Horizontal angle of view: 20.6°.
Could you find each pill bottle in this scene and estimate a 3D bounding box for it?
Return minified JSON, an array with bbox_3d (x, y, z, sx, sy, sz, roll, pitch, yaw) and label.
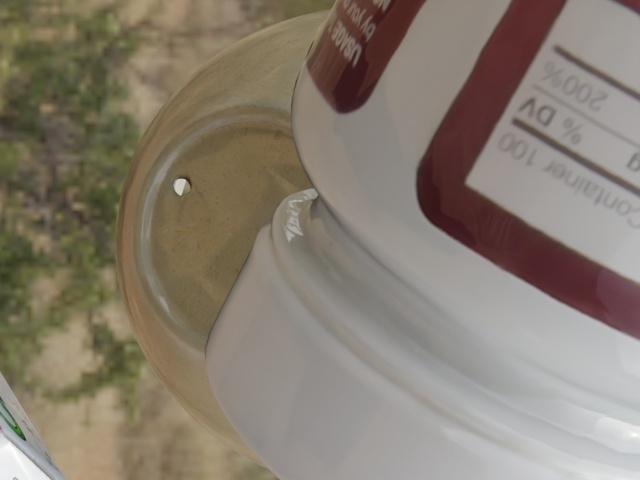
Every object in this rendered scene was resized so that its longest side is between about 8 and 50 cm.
[{"bbox_3d":[0.128,-0.078,0.616,0.392,0.224,0.224,-61,-169,19],"label":"pill bottle"}]

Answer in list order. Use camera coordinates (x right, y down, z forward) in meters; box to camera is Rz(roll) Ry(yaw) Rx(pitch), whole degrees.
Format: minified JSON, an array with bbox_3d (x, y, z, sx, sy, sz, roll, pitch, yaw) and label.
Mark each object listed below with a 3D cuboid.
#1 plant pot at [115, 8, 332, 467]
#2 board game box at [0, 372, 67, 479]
[{"bbox_3d":[0.000,0.000,0.950,0.191,0.284,0.284,9,81,-67],"label":"plant pot"},{"bbox_3d":[-0.222,0.020,0.520,0.305,0.193,0.053,50,-5,36],"label":"board game box"}]
